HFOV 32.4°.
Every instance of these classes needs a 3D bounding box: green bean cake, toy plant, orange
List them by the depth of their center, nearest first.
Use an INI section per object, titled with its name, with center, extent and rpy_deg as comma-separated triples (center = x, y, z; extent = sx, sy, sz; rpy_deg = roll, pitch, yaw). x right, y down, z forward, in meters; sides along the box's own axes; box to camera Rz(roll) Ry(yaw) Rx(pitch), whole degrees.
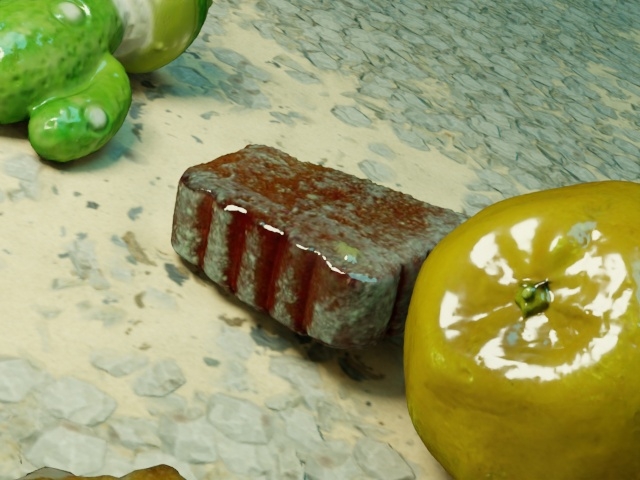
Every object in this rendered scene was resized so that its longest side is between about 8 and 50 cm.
[orange]
center = 0.194, 0.083, 0.829
extent = 0.235, 0.279, 0.279
rpy_deg = 57, 3, -44
[green bean cake]
center = 0.000, 0.000, 0.967
extent = 0.232, 0.097, 0.198
rpy_deg = 27, 31, 25
[toy plant]
center = -0.251, -0.216, 1.093
extent = 0.224, 0.184, 0.316
rpy_deg = 42, 39, -7

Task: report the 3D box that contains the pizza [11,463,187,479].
[pizza]
center = -0.162, 0.230, 0.485
extent = 0.277, 0.114, 0.409
rpy_deg = 25, 29, -2
